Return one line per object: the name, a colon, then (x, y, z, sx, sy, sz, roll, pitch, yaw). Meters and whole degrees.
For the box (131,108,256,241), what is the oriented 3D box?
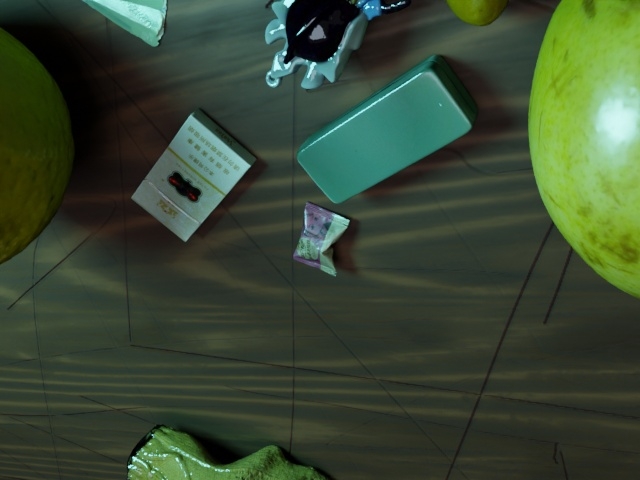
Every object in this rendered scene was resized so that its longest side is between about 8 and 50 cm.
box: (-0.157, -0.074, 0.857, 0.090, 0.024, 0.167, 40, 129, -9)

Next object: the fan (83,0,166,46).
fan: (-0.243, -0.307, 0.731, 0.131, 0.009, 0.240, -32, 107, 35)

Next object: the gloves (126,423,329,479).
gloves: (-0.144, 0.420, 1.139, 0.356, 0.155, 0.203, 14, 133, 9)

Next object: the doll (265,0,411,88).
doll: (0.010, -0.209, 0.655, 0.195, 0.070, 0.096, -39, 88, 32)

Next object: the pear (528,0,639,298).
pear: (0.285, -0.085, 0.501, 0.281, 0.281, 0.281, 12, 129, 15)

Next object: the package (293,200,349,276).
package: (0.000, 0.000, 0.842, 0.059, 0.029, 0.083, 23, 120, 16)

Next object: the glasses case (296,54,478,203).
glasses case: (0.064, -0.109, 0.724, 0.184, 0.039, 0.078, -28, 111, 36)

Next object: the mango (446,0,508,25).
mango: (0.134, -0.236, 0.584, 0.080, 0.060, 0.114, 8, 131, 22)

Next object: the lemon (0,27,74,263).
lemon: (-0.438, -0.101, 0.755, 0.336, 0.336, 0.336, 12, 129, 15)
